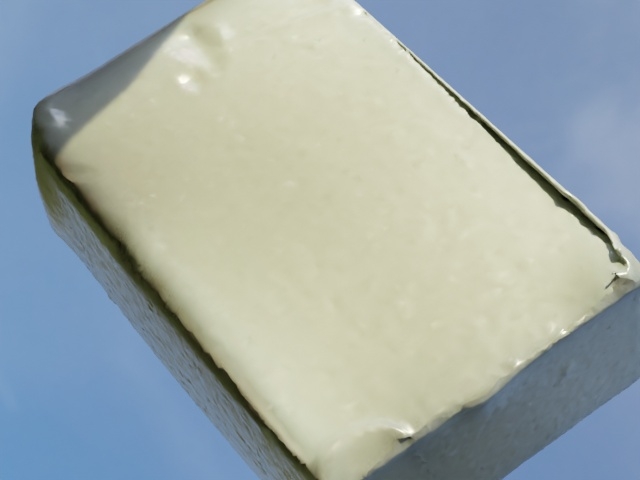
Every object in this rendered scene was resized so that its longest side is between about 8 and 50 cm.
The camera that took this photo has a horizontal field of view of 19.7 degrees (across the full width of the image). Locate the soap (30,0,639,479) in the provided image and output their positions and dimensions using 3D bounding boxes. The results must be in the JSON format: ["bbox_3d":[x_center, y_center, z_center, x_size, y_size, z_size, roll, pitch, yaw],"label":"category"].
[{"bbox_3d":[0.000,0.000,0.574,0.183,0.121,0.063,47,-18,34],"label":"soap"}]
